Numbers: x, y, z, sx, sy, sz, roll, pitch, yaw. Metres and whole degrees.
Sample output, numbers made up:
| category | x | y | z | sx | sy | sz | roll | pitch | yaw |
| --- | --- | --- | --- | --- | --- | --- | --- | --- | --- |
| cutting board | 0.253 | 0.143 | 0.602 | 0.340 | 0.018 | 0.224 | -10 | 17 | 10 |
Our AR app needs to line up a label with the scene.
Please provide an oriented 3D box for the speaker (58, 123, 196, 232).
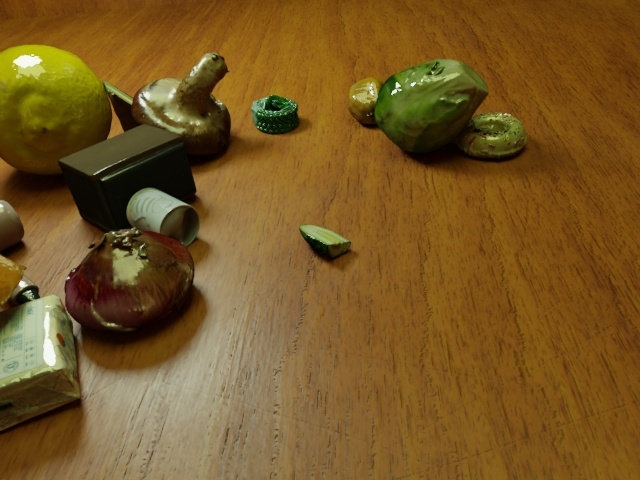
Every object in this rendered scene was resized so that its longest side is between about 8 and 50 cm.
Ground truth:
| category | x | y | z | sx | sy | sz | roll | pitch | yaw |
| --- | --- | --- | --- | --- | --- | --- | --- | --- | --- |
| speaker | -0.427 | -0.144 | 1.330 | 0.193 | 0.153 | 0.231 | 22 | 44 | 41 |

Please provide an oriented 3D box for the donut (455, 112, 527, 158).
| category | x | y | z | sx | sy | sz | roll | pitch | yaw |
| --- | --- | --- | --- | --- | --- | --- | --- | --- | --- |
| donut | 0.415 | -0.258 | 1.435 | 0.175 | 0.068 | 0.174 | -4 | 36 | 3 |

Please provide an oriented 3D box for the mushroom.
| category | x | y | z | sx | sy | sz | roll | pitch | yaw |
| --- | --- | --- | --- | --- | --- | --- | --- | --- | --- |
| mushroom | -0.368 | -0.354 | 1.553 | 0.267 | 0.254 | 0.267 | -5 | 22 | 2 |

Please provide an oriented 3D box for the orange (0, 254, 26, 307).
| category | x | y | z | sx | sy | sz | roll | pitch | yaw |
| --- | --- | --- | --- | --- | --- | --- | --- | --- | --- |
| orange | -0.644 | 0.144 | 0.932 | 0.274 | 0.310 | 0.274 | 19 | 2 | -1 |

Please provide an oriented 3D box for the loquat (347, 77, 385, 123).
| category | x | y | z | sx | sy | sz | roll | pitch | yaw |
| --- | --- | --- | --- | --- | --- | --- | --- | --- | --- |
| loquat | 0.137 | -0.380 | 1.619 | 0.137 | 0.113 | 0.137 | 6 | 52 | -7 |

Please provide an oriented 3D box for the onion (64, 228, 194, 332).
| category | x | y | z | sx | sy | sz | roll | pitch | yaw |
| --- | --- | --- | --- | --- | --- | --- | --- | --- | --- |
| onion | -0.345 | 0.053 | 1.038 | 0.230 | 0.163 | 0.230 | -8 | 41 | 7 |

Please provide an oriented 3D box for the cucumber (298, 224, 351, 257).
| category | x | y | z | sx | sy | sz | roll | pitch | yaw |
| --- | --- | --- | --- | --- | --- | --- | --- | --- | --- |
| cucumber | 0.000 | 0.000 | 1.166 | 0.067 | 0.035 | 0.107 | -12 | 30 | -40 |

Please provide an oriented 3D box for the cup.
| category | x | y | z | sx | sy | sz | roll | pitch | yaw |
| --- | --- | --- | --- | --- | --- | --- | --- | --- | --- |
| cup | -0.341 | -0.039 | 1.219 | 0.133 | 0.099 | 0.136 | 26 | 43 | 36 |

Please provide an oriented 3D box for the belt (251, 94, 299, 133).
| category | x | y | z | sx | sy | sz | roll | pitch | yaw |
| --- | --- | --- | --- | --- | --- | --- | --- | --- | --- |
| belt | -0.131 | -0.364 | 1.664 | 0.121 | 0.079 | 0.151 | -32 | 42 | -31 |

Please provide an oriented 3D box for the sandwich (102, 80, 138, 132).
| category | x | y | z | sx | sy | sz | roll | pitch | yaw |
| --- | --- | --- | --- | --- | --- | --- | --- | --- | --- |
| sandwich | -0.501 | -0.369 | 1.648 | 0.144 | 0.187 | 0.117 | -25 | 39 | -14 |

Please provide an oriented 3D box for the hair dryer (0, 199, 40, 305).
| category | x | y | z | sx | sy | sz | roll | pitch | yaw |
| --- | --- | --- | --- | --- | --- | --- | --- | --- | --- |
| hair dryer | -0.634 | 0.047 | 1.172 | 0.344 | 0.106 | 0.189 | 29 | 46 | 28 |

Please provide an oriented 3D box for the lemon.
| category | x | y | z | sx | sy | sz | roll | pitch | yaw |
| --- | --- | --- | --- | --- | --- | --- | --- | --- | --- |
| lemon | -0.702 | -0.331 | 1.503 | 0.348 | 0.348 | 0.348 | -4 | 35 | 3 |

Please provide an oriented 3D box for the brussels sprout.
| category | x | y | z | sx | sy | sz | roll | pitch | yaw |
| --- | --- | --- | --- | --- | --- | --- | --- | --- | --- |
| brussels sprout | 0.260 | -0.327 | 1.409 | 0.271 | 0.210 | 0.219 | -27 | 11 | 42 |

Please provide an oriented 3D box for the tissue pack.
| category | x | y | z | sx | sy | sz | roll | pitch | yaw |
| --- | --- | --- | --- | --- | --- | --- | --- | --- | --- |
| tissue pack | -0.468 | 0.187 | 0.927 | 0.148 | 0.092 | 0.196 | -20 | 38 | -13 |
